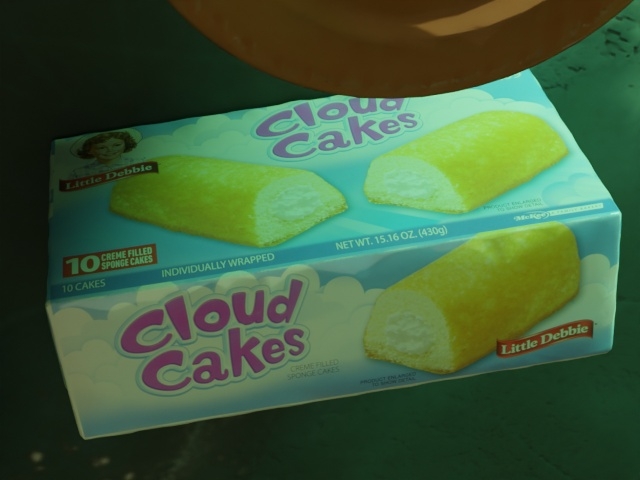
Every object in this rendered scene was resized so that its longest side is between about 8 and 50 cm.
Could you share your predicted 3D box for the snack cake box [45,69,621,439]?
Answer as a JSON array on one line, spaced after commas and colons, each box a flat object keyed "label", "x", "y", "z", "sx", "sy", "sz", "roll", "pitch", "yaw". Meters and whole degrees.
[{"label": "snack cake box", "x": 0.000, "y": 0.000, "z": 0.648, "sx": 0.264, "sy": 0.152, "sz": 0.089, "roll": -9, "pitch": 126, "yaw": -5}]

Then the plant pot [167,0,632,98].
[{"label": "plant pot", "x": 0.018, "y": -0.188, "z": 0.446, "sx": 0.290, "sy": 0.203, "sz": 0.291, "roll": -6, "pitch": 132, "yaw": -7}]
